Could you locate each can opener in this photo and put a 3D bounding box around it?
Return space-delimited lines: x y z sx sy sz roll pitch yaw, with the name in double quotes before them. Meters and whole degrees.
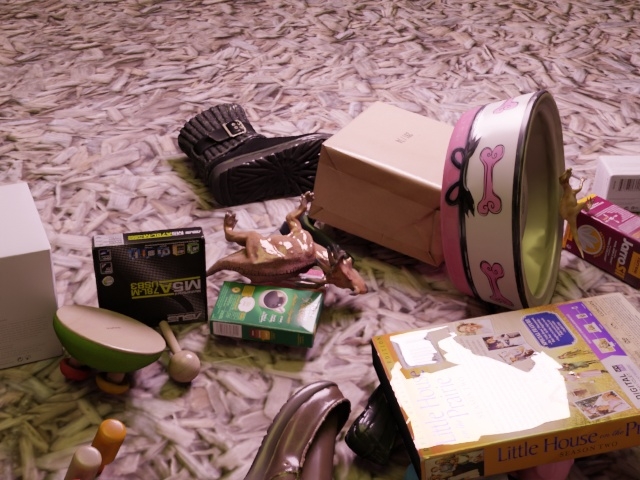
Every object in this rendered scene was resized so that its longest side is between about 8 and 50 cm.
"can opener" 0.000 0.000 1.868 0.186 0.073 0.059 33 6 33

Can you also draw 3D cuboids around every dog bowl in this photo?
"dog bowl" 0.336 -0.067 1.700 0.150 0.408 0.408 3 31 25

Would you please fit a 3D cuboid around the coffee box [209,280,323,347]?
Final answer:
"coffee box" -0.093 0.128 1.630 0.184 0.040 0.113 6 37 6

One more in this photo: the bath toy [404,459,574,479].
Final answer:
"bath toy" 0.295 0.311 1.350 0.348 0.129 0.151 -21 75 -30

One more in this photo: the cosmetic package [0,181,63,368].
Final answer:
"cosmetic package" -0.531 0.056 1.582 0.138 0.225 0.224 -12 37 -21

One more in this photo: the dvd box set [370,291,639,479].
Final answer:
"dvd box set" 0.308 0.205 1.365 0.420 0.062 0.307 -10 27 -7

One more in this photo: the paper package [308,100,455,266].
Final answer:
"paper package" 0.175 -0.129 1.913 0.309 0.168 0.325 21 30 16

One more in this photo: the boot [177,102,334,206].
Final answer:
"boot" -0.127 -0.213 2.095 0.348 0.131 0.260 -11 36 -19

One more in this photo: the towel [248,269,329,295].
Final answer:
"towel" -0.067 0.112 1.712 0.144 0.029 0.197 9 37 10

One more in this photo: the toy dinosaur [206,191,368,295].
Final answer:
"toy dinosaur" -0.071 0.036 1.692 0.295 0.127 0.200 -12 44 -12

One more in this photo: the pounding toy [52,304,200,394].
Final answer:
"pounding toy" -0.334 0.194 1.526 0.237 0.110 0.183 16 10 -37

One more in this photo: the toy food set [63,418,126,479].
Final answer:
"toy food set" -0.298 0.372 1.274 0.111 0.104 0.232 -4 50 -33

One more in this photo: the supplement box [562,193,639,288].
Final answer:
"supplement box" 0.583 0.000 1.853 0.081 0.104 0.188 -24 42 -33

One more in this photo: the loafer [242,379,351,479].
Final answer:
"loafer" -0.037 0.350 1.284 0.130 0.134 0.366 20 47 17

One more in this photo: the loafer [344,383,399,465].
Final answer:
"loafer" 0.111 0.268 1.460 0.078 0.076 0.223 41 36 2

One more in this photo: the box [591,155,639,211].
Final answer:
"box" 0.660 -0.124 2.045 0.101 0.102 0.087 -1 36 -4

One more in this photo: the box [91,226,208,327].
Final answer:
"box" -0.292 0.068 1.619 0.190 0.184 0.045 -5 32 -13

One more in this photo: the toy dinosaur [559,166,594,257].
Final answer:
"toy dinosaur" 0.487 -0.065 1.810 0.053 0.183 0.092 3 29 42
